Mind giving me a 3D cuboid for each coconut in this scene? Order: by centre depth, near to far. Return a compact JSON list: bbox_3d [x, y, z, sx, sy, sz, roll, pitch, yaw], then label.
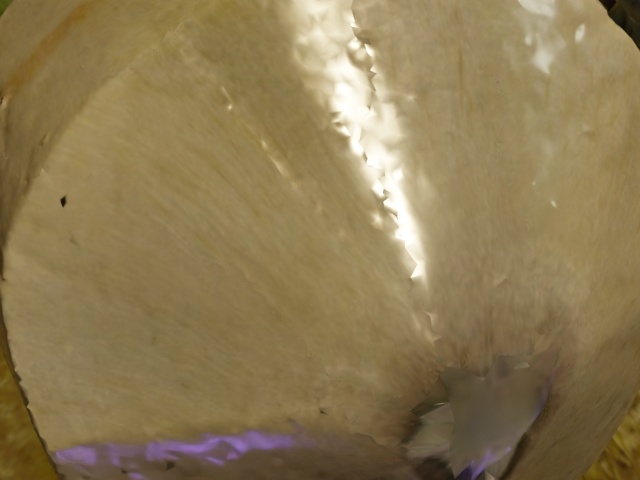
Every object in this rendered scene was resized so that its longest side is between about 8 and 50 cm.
[{"bbox_3d":[0.000,0.000,0.532,0.202,0.222,0.202,-10,116,-21],"label":"coconut"}]

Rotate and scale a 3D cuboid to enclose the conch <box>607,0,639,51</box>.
[{"bbox_3d":[0.265,-0.114,0.991,0.203,0.169,0.386,-31,99,-4],"label":"conch"}]

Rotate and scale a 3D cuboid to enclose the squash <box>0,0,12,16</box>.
[{"bbox_3d":[-0.134,-0.094,1.180,0.310,0.310,0.309,-6,82,2],"label":"squash"}]
